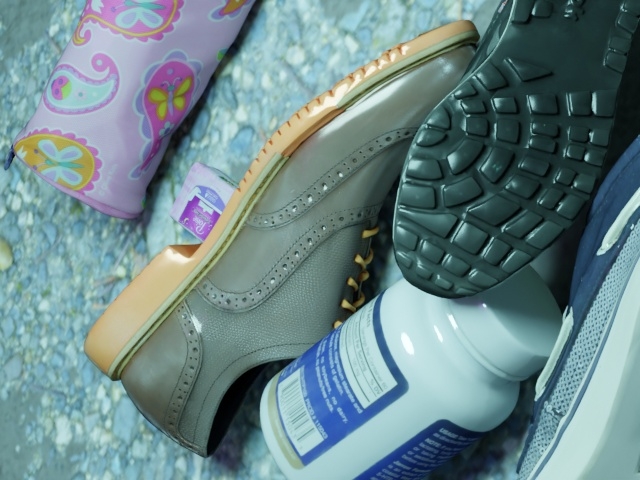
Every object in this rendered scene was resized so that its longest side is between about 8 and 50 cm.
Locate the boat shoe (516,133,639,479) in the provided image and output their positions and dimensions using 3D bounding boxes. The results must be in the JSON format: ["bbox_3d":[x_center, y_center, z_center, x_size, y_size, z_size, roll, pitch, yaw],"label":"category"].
[{"bbox_3d":[0.180,0.100,1.142,0.158,0.127,0.341,-90,20,-62],"label":"boat shoe"}]

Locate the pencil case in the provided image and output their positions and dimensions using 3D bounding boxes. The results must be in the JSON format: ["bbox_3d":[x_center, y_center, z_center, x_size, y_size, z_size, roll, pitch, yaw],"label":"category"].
[{"bbox_3d":[-0.130,-0.158,1.498,0.124,0.124,0.284,43,110,42],"label":"pencil case"}]

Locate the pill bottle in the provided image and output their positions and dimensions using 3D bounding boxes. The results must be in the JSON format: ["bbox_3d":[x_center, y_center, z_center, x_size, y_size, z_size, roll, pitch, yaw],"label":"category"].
[{"bbox_3d":[0.061,0.086,1.247,0.186,0.112,0.112,-38,55,31],"label":"pill bottle"}]

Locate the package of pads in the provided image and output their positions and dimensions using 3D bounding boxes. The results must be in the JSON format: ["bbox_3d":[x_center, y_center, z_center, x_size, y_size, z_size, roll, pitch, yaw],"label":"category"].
[{"bbox_3d":[-0.073,-0.019,1.464,0.083,0.032,0.050,36,103,44],"label":"package of pads"}]

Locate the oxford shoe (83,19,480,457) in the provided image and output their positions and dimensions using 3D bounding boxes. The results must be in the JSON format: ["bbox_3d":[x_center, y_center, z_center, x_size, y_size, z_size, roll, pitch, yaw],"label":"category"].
[{"bbox_3d":[0.000,0.000,1.350,0.133,0.130,0.364,48,111,10],"label":"oxford shoe"}]

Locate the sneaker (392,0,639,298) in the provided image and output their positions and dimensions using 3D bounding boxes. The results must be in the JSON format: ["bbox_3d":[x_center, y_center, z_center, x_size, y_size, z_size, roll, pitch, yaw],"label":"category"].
[{"bbox_3d":[0.131,-0.085,1.209,0.107,0.124,0.283,27,80,2],"label":"sneaker"}]
